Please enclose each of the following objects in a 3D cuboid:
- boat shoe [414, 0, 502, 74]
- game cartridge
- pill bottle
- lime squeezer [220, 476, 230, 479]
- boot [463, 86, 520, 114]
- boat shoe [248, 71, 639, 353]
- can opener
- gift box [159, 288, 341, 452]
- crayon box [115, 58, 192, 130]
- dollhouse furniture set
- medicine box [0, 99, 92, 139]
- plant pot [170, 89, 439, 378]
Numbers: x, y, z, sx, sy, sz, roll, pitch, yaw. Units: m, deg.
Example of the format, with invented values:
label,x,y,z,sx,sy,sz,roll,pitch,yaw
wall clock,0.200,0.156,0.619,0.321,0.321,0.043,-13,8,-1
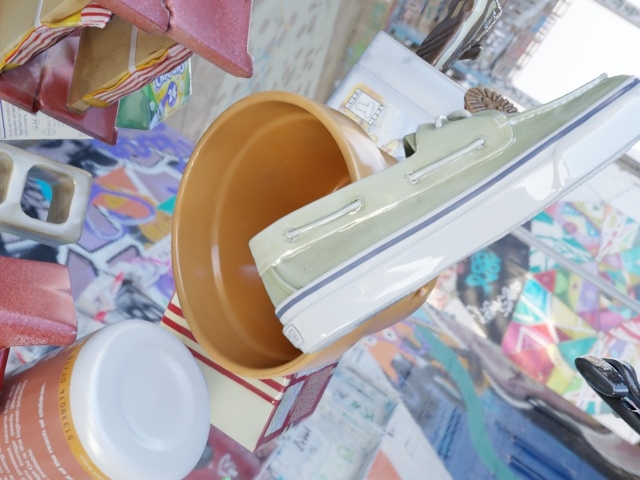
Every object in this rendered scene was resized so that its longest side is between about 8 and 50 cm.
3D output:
label,x,y,z,sx,sy,sz,roll,pitch,yaw
boat shoe,0.256,-0.358,1.274,0.095,0.095,0.257,2,-127,57
game cartridge,0.074,-0.110,0.961,0.297,0.198,0.062,-55,174,-2
pill bottle,-0.200,0.147,0.542,0.216,0.121,0.121,-24,-170,28
lime squeezer,-0.057,0.457,0.910,0.110,0.310,0.059,-40,179,-23
boot,0.213,-0.107,0.847,0.059,0.158,0.084,-27,164,-26
boat shoe,0.090,-0.038,0.480,0.302,0.094,0.109,-32,173,-3
can opener,0.379,0.206,0.842,0.073,0.186,0.059,-8,128,-28
gift box,-0.118,0.140,1.109,0.255,0.258,0.276,-64,159,7
crayon box,-0.316,-0.387,1.299,0.203,0.083,0.322,-64,159,-59
dollhouse furniture set,-0.178,-0.055,0.508,0.201,0.152,0.373,-11,-113,43
medicine box,-0.538,-0.322,1.233,0.289,0.263,0.149,-4,154,-22
plant pot,0.000,0.000,0.788,0.204,0.291,0.290,6,124,-47
